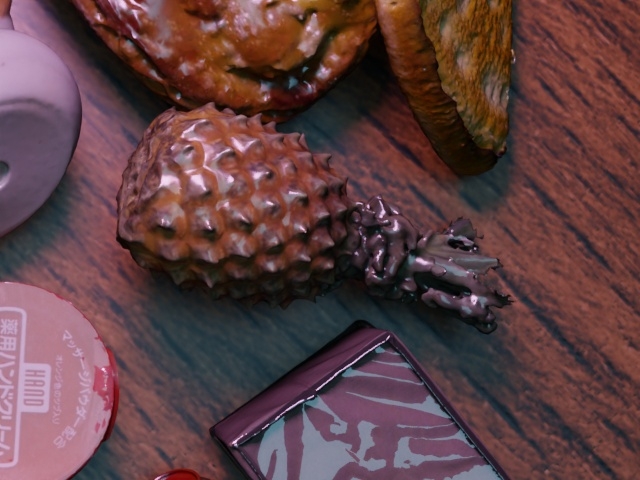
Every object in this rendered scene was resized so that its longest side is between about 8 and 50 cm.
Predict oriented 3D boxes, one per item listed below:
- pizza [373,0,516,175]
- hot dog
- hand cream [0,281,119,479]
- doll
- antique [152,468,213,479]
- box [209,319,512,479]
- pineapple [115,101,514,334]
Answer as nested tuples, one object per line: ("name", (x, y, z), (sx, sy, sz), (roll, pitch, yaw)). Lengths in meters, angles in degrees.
("pizza", (0.108, -0.220, 1.761), (0.074, 0.251, 0.288), (-2, 77, 22))
("hot dog", (-0.111, -0.285, 1.750), (0.267, 0.174, 0.387), (-39, 91, 1))
("hand cream", (-0.273, 0.132, 1.708), (0.193, 0.125, 0.193), (1, 85, -9))
("doll", (-0.329, -0.120, 1.711), (0.221, 0.221, 0.251), (30, 108, -5))
("antique", (-0.115, 0.256, 1.735), (0.104, 0.104, 0.104), (1, 84, -9))
("box", (0.053, 0.217, 1.738), (0.188, 0.153, 0.252), (-36, 92, -10))
("pineapple", (0.000, 0.000, 1.727), (0.361, 0.175, 0.175), (22, 81, -18))
